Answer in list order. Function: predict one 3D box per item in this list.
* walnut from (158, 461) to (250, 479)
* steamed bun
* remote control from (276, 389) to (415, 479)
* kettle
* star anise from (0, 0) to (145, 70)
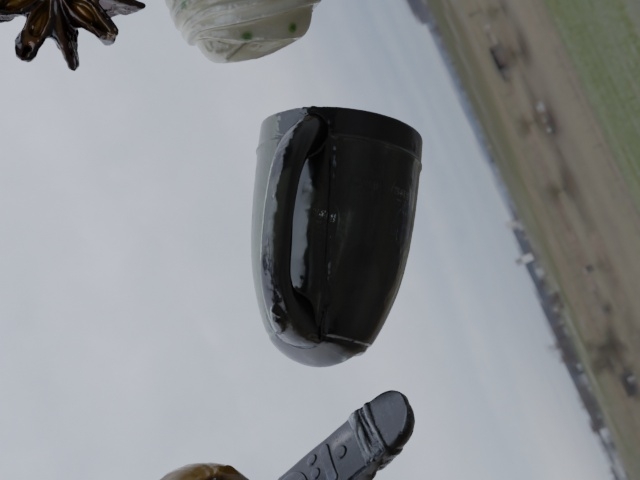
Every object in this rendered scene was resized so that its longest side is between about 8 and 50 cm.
[{"bbox_3d":[-0.131,0.319,1.163,0.144,0.144,0.180,-105,27,-50],"label":"walnut"},{"bbox_3d":[-0.091,-0.294,1.278,0.106,0.183,0.183,-18,-98,-88],"label":"steamed bun"},{"bbox_3d":[0.020,0.276,1.310,0.066,0.266,0.090,31,-156,-39],"label":"remote control"},{"bbox_3d":[0.000,0.000,1.465,0.321,0.228,0.324,36,-122,-68],"label":"kettle"},{"bbox_3d":[-0.251,-0.276,1.197,0.073,0.234,0.177,156,92,-79],"label":"star anise"}]
